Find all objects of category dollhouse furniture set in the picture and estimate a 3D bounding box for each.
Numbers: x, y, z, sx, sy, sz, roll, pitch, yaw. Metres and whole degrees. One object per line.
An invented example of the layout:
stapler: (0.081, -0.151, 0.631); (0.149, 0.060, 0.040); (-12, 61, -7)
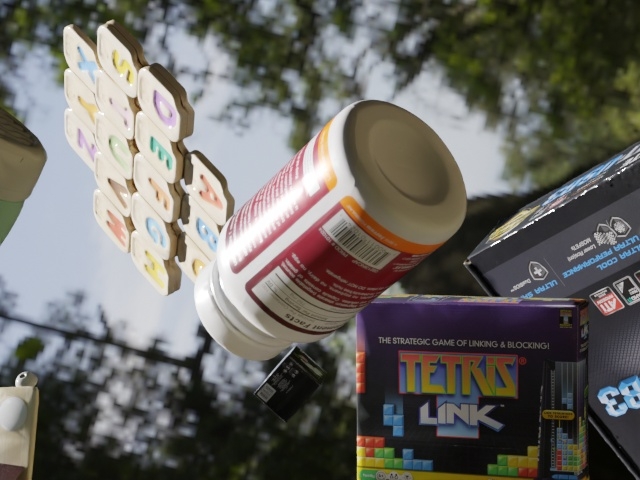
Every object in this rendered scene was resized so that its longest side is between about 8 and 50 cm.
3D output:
dollhouse furniture set: (-0.187, 0.102, 0.749); (0.091, 0.114, 0.081); (27, -119, -63)

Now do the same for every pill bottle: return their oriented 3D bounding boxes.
pill bottle: (0.000, 0.000, 0.827); (0.152, 0.086, 0.086); (-41, 22, 38)

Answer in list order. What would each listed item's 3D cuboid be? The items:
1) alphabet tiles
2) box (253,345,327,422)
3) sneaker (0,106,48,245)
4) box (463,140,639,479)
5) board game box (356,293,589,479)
alphabet tiles: (-0.179, -0.075, 1.534); (0.021, 0.278, 0.284); (-28, -31, -29)
box: (-0.034, 0.165, 1.794); (0.062, 0.052, 0.083); (-48, -2, 8)
sneaker: (-0.237, -0.035, 0.601); (0.151, 0.256, 0.094); (-58, -25, 7)
box: (0.308, 0.061, 1.243); (0.295, 0.293, 0.073); (-32, 8, 48)
board game box: (0.112, 0.113, 1.153); (0.048, 0.170, 0.141); (-15, -76, -69)
